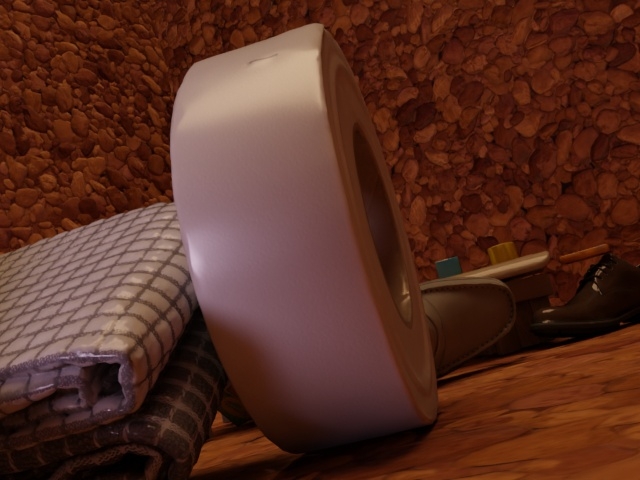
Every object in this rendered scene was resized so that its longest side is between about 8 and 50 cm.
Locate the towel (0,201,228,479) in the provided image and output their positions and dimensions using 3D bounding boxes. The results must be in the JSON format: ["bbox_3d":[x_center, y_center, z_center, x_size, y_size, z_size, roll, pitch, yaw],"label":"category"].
[{"bbox_3d":[-0.190,0.092,0.516,0.284,0.121,0.235,-18,21,14],"label":"towel"}]

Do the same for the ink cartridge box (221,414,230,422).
[{"bbox_3d":[-0.022,0.194,1.038,0.207,0.046,0.097,-17,-9,17],"label":"ink cartridge box"}]

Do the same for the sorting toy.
[{"bbox_3d":[0.219,0.041,1.081,0.348,0.047,0.196,-16,-8,10],"label":"sorting toy"}]

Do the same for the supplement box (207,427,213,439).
[{"bbox_3d":[-0.198,0.157,0.761,0.073,0.130,0.239,-17,-9,15],"label":"supplement box"}]

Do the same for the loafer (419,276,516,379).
[{"bbox_3d":[0.081,0.113,0.826,0.320,0.112,0.111,-20,0,-21],"label":"loafer"}]

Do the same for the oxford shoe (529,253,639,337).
[{"bbox_3d":[0.356,0.071,1.010,0.227,0.096,0.083,-12,-6,-26],"label":"oxford shoe"}]

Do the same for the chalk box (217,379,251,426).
[{"bbox_3d":[-0.089,0.123,0.950,0.213,0.132,0.132,-32,23,28],"label":"chalk box"}]

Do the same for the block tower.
[{"bbox_3d":[0.242,0.124,1.181,0.091,0.097,0.335,-13,-9,-11],"label":"block tower"}]

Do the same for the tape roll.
[{"bbox_3d":[0.000,0.000,0.561,0.100,0.286,0.286,-15,-8,12],"label":"tape roll"}]
